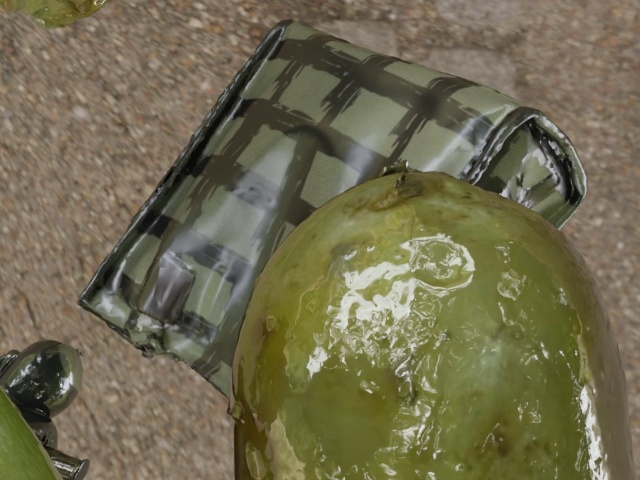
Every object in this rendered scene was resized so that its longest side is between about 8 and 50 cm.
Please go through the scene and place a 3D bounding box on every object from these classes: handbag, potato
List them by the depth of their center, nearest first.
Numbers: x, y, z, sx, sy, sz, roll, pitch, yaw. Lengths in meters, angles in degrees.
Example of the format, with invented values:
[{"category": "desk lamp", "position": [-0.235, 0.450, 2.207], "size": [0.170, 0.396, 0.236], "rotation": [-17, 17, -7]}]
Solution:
[{"category": "potato", "position": [0.051, 0.121, 0.588], "size": [0.173, 0.210, 0.307], "rotation": [-3, 84, 3]}, {"category": "handbag", "position": [0.000, 0.000, 1.124], "size": [0.327, 0.325, 0.162], "rotation": [-51, 134, -10]}]

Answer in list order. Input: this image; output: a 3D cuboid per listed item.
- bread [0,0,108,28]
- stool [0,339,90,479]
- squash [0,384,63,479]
[{"category": "bread", "position": [-0.079, -0.204, 0.703], "size": [0.087, 0.269, 0.098], "rotation": [43, 45, -24]}, {"category": "stool", "position": [-0.280, 0.200, 1.205], "size": [0.139, 0.153, 0.228], "rotation": [28, 93, 15]}, {"category": "squash", "position": [-0.244, 0.172, 0.770], "size": [0.210, 0.309, 0.234], "rotation": [-11, 139, -43]}]
